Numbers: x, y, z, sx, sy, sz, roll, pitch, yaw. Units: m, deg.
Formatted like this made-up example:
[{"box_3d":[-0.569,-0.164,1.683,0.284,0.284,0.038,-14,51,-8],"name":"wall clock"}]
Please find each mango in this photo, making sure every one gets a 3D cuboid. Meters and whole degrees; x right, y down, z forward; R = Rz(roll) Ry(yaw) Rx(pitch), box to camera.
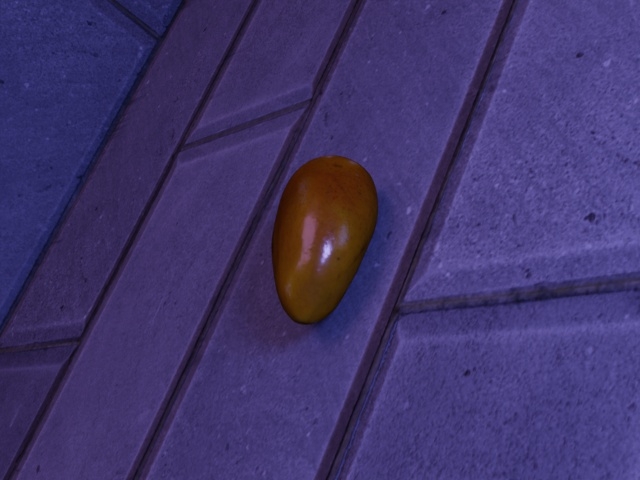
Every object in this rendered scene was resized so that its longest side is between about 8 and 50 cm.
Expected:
[{"box_3d":[0.000,0.000,1.451,0.154,0.126,0.252,-38,30,49],"name":"mango"}]
